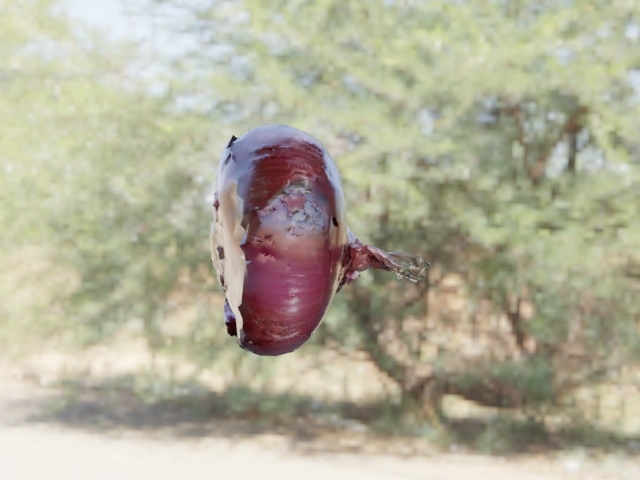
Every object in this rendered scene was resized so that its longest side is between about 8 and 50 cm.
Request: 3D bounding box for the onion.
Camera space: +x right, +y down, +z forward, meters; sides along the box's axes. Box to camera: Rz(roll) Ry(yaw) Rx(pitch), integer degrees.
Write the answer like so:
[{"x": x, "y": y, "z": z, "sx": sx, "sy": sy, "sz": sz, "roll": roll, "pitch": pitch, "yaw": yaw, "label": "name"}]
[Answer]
[{"x": 0.000, "y": 0.000, "z": 0.989, "sx": 0.140, "sy": 0.150, "sz": 0.150, "roll": 1, "pitch": 0, "yaw": -4, "label": "onion"}]
